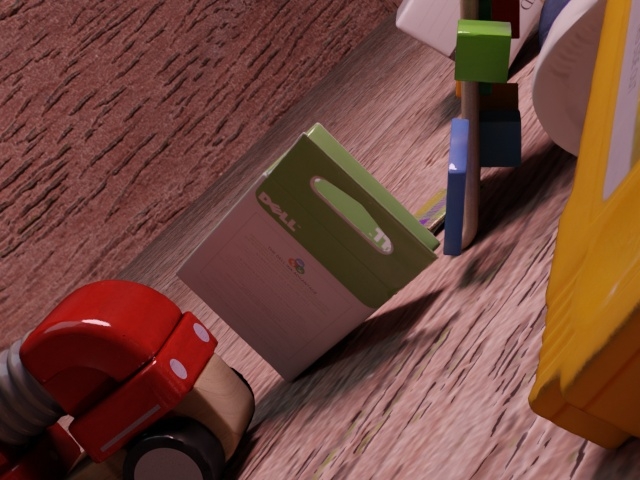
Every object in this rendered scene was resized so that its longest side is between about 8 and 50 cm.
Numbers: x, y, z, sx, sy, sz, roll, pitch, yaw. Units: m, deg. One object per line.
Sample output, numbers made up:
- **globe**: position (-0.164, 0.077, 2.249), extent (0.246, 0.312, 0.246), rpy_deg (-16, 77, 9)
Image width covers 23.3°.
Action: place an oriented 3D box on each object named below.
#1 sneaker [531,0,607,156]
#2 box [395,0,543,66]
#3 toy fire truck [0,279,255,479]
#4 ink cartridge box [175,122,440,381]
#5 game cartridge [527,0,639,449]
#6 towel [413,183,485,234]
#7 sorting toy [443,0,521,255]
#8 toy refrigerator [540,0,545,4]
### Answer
- **sneaker**: position (0.251, -0.193, 0.871), extent (0.323, 0.130, 0.236), rpy_deg (-42, 10, 32)
- **box**: position (0.169, -0.268, 1.548), extent (0.181, 0.119, 0.182), rpy_deg (-60, 4, 13)
- **toy fire truck**: position (-0.188, 0.084, 0.987), extent (0.217, 0.246, 0.158), rpy_deg (-38, 9, 20)
- **ink cartridge box**: position (0.000, 0.000, 0.975), extent (0.062, 0.109, 0.209), rpy_deg (-46, 1, -36)
- **game cartridge**: position (0.178, -0.110, 0.569), extent (0.285, 0.053, 0.323), rpy_deg (-58, 6, 40)
- **towel**: position (0.086, -0.021, 1.150), extent (0.060, 0.009, 0.083), rpy_deg (-42, 8, -15)
- **sorting toy**: position (0.114, -0.112, 1.049), extent (0.047, 0.196, 0.347), rpy_deg (4, 22, 5)
- **toy refrigerator**: position (0.273, -0.283, 1.394), extent (0.094, 0.102, 0.269), rpy_deg (-33, 11, 42)
